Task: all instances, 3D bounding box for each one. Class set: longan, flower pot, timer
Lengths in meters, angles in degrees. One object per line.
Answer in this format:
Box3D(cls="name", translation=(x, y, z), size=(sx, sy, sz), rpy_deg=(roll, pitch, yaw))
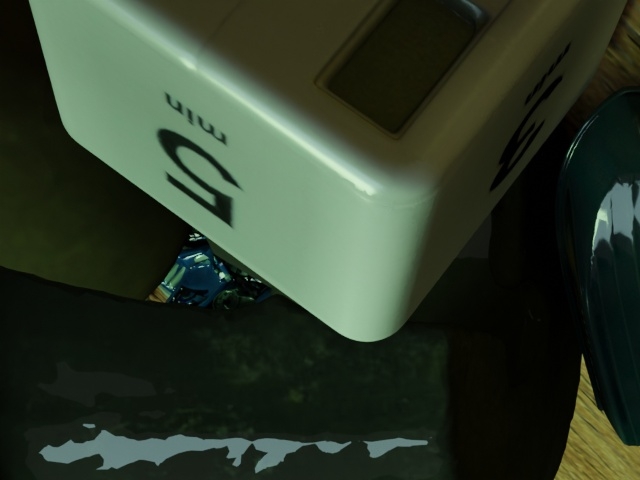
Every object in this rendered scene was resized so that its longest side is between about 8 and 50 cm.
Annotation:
Box3D(cls="longan", translation=(-0.216, -0.064, 1.151), size=(0.297, 0.297, 0.297), rpy_deg=(35, 163, 12))
Box3D(cls="flower pot", translation=(0.002, 0.041, 0.940), size=(0.251, 0.379, 0.379), rpy_deg=(5, 149, 25))
Box3D(cls="timer", translation=(0.008, -0.102, 0.710), size=(0.194, 0.192, 0.195), rpy_deg=(36, 163, 9))

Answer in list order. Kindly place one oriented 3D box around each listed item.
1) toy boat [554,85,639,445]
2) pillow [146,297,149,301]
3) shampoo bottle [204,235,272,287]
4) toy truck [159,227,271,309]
Box3D(cls="toy boat", translation=(0.168, 0.011, 0.859), size=(0.246, 0.093, 0.103), rpy_deg=(68, -175, -46))
Box3D(cls="pillow", translation=(-0.274, -0.005, 1.829), size=(0.230, 0.050, 0.148), rpy_deg=(39, 171, 3))
Box3D(cls="shampoo bottle", translation=(0.000, 0.000, 1.200), size=(0.246, 0.080, 0.079), rpy_deg=(29, 159, 29))
Box3D(cls="toy truck", translation=(-0.046, 0.039, 1.320), size=(0.208, 0.126, 0.113), rpy_deg=(25, 158, 38))
